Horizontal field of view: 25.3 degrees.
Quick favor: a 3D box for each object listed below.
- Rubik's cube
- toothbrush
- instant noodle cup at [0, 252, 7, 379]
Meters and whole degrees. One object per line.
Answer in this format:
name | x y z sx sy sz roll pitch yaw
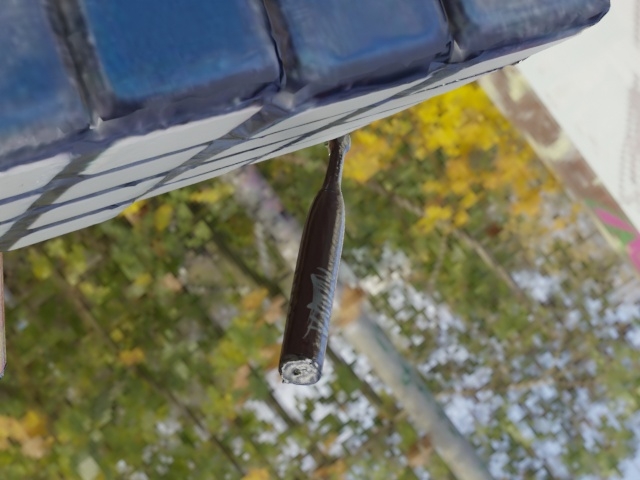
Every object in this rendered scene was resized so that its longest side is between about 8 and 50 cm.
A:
Rubik's cube | -0.120 -0.193 0.706 0.337 0.344 0.344 -17 179 -22
toothbrush | 0.001 0.000 1.325 0.041 0.041 0.364 -36 -153 30
instant noodle cup | -0.403 0.064 1.413 0.213 0.174 0.213 -3 -154 1
